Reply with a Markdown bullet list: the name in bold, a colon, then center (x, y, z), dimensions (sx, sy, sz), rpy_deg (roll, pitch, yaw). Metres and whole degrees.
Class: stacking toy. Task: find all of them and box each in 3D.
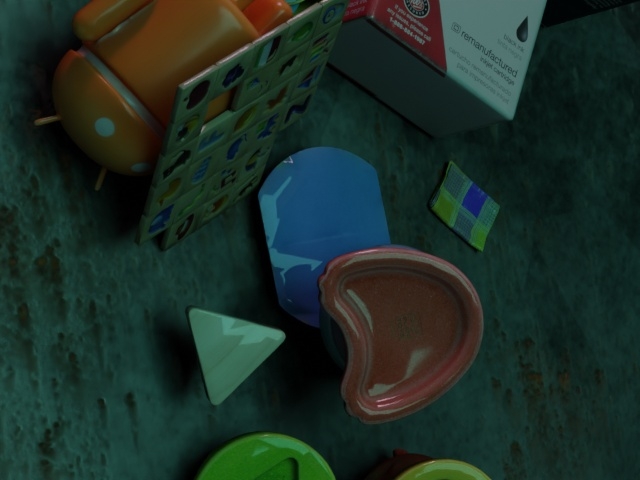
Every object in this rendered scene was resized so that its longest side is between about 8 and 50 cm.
- **stacking toy**: center (0.010, 0.156, 1.452), dimensions (0.279, 0.130, 0.309), rpy_deg (-5, 97, -12)

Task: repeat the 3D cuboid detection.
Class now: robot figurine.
- **robot figurine**: center (-0.126, -0.140, 1.331), dimensions (0.219, 0.158, 0.128), rpy_deg (-43, 83, -5)

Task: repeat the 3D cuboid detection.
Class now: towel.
- **towel**: center (0.145, -0.034, 1.635), dimensions (0.083, 0.009, 0.060), rpy_deg (42, 60, -27)

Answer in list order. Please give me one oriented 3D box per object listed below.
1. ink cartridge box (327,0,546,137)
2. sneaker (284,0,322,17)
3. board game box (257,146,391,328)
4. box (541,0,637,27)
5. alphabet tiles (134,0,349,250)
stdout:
- **ink cartridge box**: center (0.118, -0.268, 1.577), dimensions (0.197, 0.114, 0.273), rpy_deg (31, 65, -31)
- **sneaker**: center (-0.094, -0.290, 1.403), dimensions (0.319, 0.127, 0.208), rpy_deg (17, 72, -36)
- **board game box**: center (0.000, 0.000, 1.501), dimensions (0.133, 0.033, 0.168), rpy_deg (-11, 89, -33)
- **box**: center (0.279, -0.321, 1.685), dimensions (0.093, 0.158, 0.156), rpy_deg (32, 66, -31)
- **alphabet tiles**: center (-0.068, -0.090, 1.350), dimensions (0.009, 0.237, 0.198), rpy_deg (42, 52, 15)
